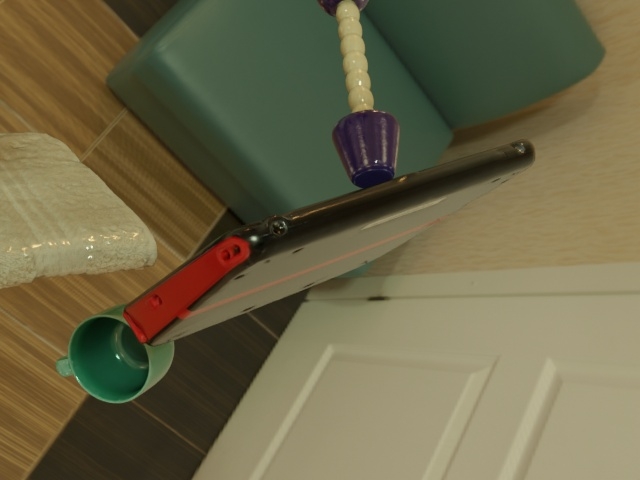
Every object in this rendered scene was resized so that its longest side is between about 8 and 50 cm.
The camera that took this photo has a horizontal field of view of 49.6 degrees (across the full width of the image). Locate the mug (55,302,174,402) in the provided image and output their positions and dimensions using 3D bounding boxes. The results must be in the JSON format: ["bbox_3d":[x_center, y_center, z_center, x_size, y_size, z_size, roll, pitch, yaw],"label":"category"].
[{"bbox_3d":[-0.289,0.151,0.996,0.097,0.158,0.129,-31,138,-71],"label":"mug"}]

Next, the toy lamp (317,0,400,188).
[{"bbox_3d":[0.041,-0.189,0.802,0.080,0.080,0.274,10,59,-35],"label":"toy lamp"}]

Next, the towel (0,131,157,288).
[{"bbox_3d":[-0.294,-0.034,0.635,0.187,0.282,0.049,-9,122,-37],"label":"towel"}]

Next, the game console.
[{"bbox_3d":[0.000,0.000,0.755,0.387,0.342,0.060,-20,80,-35],"label":"game console"}]
